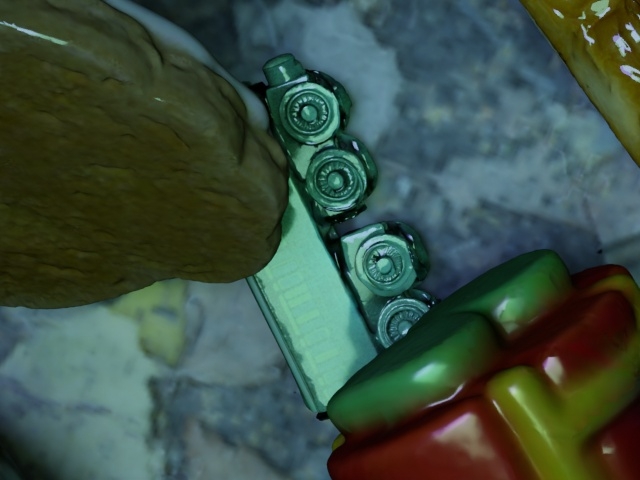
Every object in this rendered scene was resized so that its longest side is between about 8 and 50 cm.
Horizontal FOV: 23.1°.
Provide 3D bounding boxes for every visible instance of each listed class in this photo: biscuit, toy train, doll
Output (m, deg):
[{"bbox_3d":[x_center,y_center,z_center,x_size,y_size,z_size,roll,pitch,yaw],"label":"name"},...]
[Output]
[{"bbox_3d":[-0.118,-0.038,0.579,0.208,0.049,0.181,-12,140,36],"label":"biscuit"},{"bbox_3d":[0.000,0.000,0.628,0.071,0.038,0.148,-25,96,13],"label":"toy train"},{"bbox_3d":[0.137,0.179,0.568,0.160,0.183,0.363,-17,103,43],"label":"doll"}]

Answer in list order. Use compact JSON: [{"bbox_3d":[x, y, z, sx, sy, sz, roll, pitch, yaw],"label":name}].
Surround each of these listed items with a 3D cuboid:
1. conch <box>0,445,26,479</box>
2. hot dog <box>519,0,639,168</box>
[{"bbox_3d":[-0.143,0.180,0.605,0.386,0.203,0.169,35,61,13],"label":"conch"},{"bbox_3d":[0.120,-0.105,0.579,0.249,0.076,0.102,51,138,-1],"label":"hot dog"}]
